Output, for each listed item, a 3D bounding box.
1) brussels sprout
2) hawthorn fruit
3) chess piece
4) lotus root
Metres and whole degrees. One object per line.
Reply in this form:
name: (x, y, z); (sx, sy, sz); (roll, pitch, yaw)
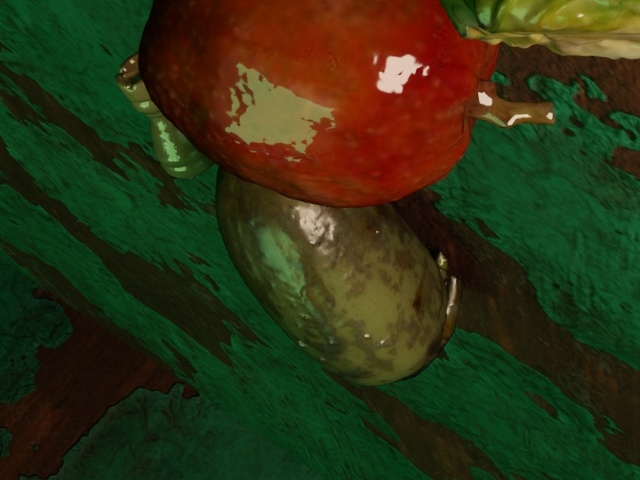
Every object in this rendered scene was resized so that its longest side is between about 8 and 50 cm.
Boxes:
brussels sprout: (0.134, -0.149, 0.877); (0.152, 0.122, 0.149); (5, -177, -21)
hawthorn fruit: (0.021, -0.116, 1.101); (0.253, 0.205, 0.205); (22, 160, 26)
chess piece: (-0.143, -0.118, 1.722); (0.066, 0.066, 0.122); (24, 157, 42)
lotus root: (0.000, 0.000, 1.601); (0.173, 0.173, 0.309); (15, 146, 56)
